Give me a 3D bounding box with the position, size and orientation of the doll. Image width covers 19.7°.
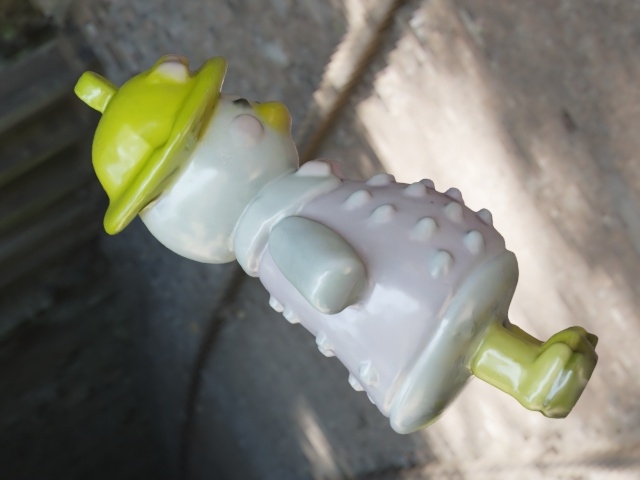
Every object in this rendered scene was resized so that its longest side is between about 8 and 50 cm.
[{"bbox_3d":[0.000,0.000,0.641,0.207,0.081,0.129,33,-171,8],"label":"doll"}]
